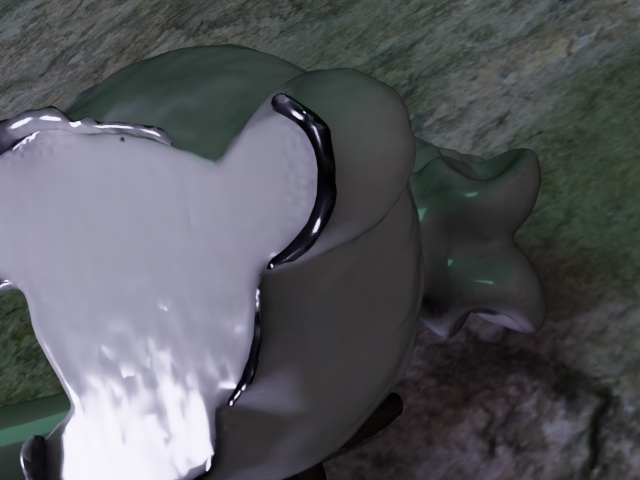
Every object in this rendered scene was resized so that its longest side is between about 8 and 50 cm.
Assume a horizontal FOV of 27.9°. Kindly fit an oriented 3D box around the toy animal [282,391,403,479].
[{"bbox_3d":[-0.064,0.144,0.660,0.232,0.084,0.148,-32,25,13],"label":"toy animal"}]

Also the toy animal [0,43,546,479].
[{"bbox_3d":[0.000,0.000,0.638,0.258,0.194,0.357,-15,0,33],"label":"toy animal"}]

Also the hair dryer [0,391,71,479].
[{"bbox_3d":[-0.220,0.194,0.775,0.296,0.119,0.298,-34,42,-7],"label":"hair dryer"}]
